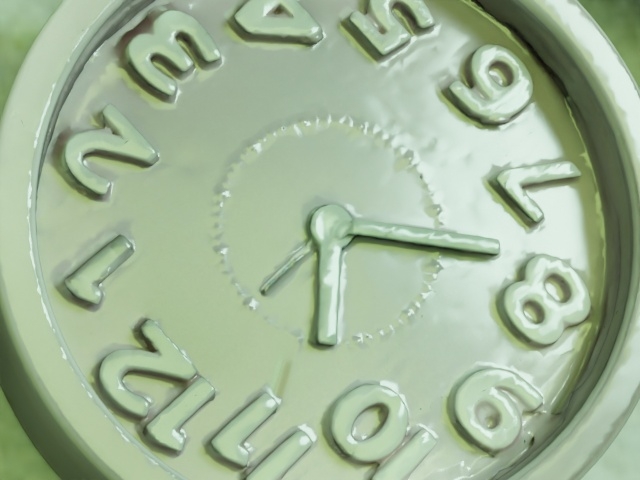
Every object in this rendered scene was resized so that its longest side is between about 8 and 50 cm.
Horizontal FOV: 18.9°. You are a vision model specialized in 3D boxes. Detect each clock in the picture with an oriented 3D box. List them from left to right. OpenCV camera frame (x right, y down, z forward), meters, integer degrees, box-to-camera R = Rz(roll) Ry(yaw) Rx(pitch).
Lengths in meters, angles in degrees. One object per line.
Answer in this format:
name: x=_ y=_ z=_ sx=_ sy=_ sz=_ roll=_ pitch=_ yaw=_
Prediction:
clock: x=0.000 y=0.000 z=0.560 sx=0.197 sy=0.068 sz=0.197 roll=3 pitch=77 yaw=-12
